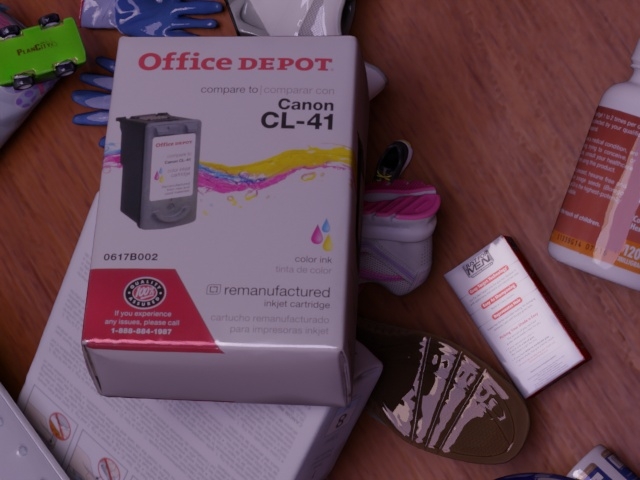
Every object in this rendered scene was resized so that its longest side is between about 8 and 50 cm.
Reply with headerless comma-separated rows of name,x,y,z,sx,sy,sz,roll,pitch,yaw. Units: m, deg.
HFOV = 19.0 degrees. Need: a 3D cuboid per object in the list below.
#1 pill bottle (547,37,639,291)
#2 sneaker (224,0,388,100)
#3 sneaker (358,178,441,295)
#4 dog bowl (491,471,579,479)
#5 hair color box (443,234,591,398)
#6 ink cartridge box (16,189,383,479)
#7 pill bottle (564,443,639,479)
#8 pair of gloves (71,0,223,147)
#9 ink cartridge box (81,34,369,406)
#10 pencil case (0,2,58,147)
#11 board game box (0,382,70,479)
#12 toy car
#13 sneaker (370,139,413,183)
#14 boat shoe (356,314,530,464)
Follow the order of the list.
pill bottle,0.295,-0.067,1.733,0.121,0.121,0.216,21,95,18
sneaker,-0.033,-0.265,1.864,0.146,0.122,0.331,-22,82,1
sneaker,0.000,0.000,1.836,0.252,0.103,0.111,10,119,34
dog bowl,0.190,0.347,1.723,0.264,0.104,0.265,7,104,29
hair color box,0.186,0.072,1.804,0.072,0.043,0.141,-35,79,14
ink cartridge box,-0.138,0.172,1.845,0.308,0.091,0.385,40,127,20
pill bottle,0.278,0.250,1.754,0.120,0.067,0.067,43,101,15
pair of gloves,-0.177,-0.190,1.946,0.159,0.023,0.198,5,90,17
ink cartridge box,-0.077,-0.020,1.668,0.226,0.131,0.306,0,65,5
pencil case,-0.389,-0.117,1.965,0.273,0.113,0.124,-46,60,12
board game box,-0.393,0.311,1.942,0.390,0.050,0.390,-44,76,24
toy car,-0.222,-0.200,1.883,0.225,0.053,0.239,-17,84,-13
sneaker,0.061,-0.060,1.854,0.031,0.035,0.083,20,94,19
boat shoe,0.072,0.125,1.821,0.285,0.089,0.105,27,93,15
